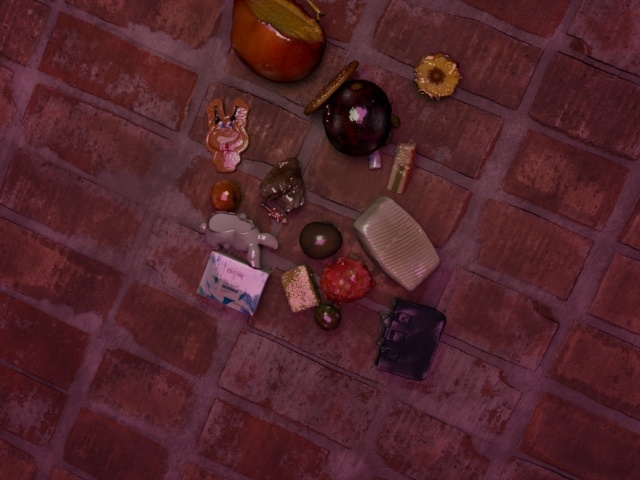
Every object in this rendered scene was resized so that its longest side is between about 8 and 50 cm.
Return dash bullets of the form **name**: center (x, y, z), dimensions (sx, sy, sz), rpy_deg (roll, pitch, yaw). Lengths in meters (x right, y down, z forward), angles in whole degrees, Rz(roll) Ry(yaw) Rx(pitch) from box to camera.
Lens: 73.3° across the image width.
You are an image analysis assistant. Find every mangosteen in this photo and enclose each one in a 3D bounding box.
- **mangosteen**: center (0.187, -0.496, 1.766), dimensions (0.359, 0.306, 0.306), rpy_deg (2, 93, -11)

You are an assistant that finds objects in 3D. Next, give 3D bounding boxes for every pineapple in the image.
- **pineapple**: center (0.493, -0.694, 1.838), dimensions (0.224, 0.076, 0.225), rpy_deg (0, 91, 2)

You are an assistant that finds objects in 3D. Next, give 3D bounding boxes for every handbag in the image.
- **handbag**: center (0.370, 0.423, 1.877), dimensions (0.269, 0.118, 0.326), rpy_deg (18, 93, -4)

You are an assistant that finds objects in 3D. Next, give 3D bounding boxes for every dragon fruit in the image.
- **dragon fruit**: center (0.128, 0.170, 1.847), dimensions (0.268, 0.205, 0.210), rpy_deg (6, 74, -31)

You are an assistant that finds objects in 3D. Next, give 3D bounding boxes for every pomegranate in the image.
- **pomegranate**: center (0.036, 0.334, 1.896), dimensions (0.130, 0.130, 0.130), rpy_deg (0, 92, 4)

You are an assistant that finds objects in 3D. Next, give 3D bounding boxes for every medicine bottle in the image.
- **medicine bottle**: center (0.237, -0.359, 1.883), dimensions (0.052, 0.052, 0.089), rpy_deg (-4, 91, 4)

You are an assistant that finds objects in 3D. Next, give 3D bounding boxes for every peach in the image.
- **peach**: center (-0.183, -0.828, 1.768), dimensions (0.406, 0.310, 0.335), rpy_deg (27, 57, -8)

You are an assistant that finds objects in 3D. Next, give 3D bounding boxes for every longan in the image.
- **longan**: center (0.000, 0.000, 1.863), dimensions (0.189, 0.189, 0.189), rpy_deg (0, 92, 4)

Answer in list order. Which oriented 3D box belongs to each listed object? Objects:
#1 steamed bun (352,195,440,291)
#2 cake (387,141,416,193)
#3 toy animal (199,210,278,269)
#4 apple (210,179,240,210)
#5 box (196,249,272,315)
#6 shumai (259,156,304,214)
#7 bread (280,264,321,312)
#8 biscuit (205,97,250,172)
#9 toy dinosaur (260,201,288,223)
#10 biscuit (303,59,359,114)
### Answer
- **steamed bun**: center (0.306, 0.013, 1.810), dimensions (0.247, 0.236, 0.383), rpy_deg (-42, 95, -5)
- **cake**: center (0.356, -0.330, 1.883), dimensions (0.086, 0.117, 0.220), rpy_deg (13, 126, 6)
- **toy animal**: center (-0.362, -0.017, 1.884), dimensions (0.325, 0.154, 0.208), rpy_deg (33, 66, 15)
- **apple**: center (-0.413, -0.196, 1.896), dimensions (0.146, 0.146, 0.146), rpy_deg (0, 92, 4)
- **box**: center (-0.381, 0.186, 1.920), dimensions (0.274, 0.116, 0.203), rpy_deg (22, 93, 3)
- **shumai**: center (-0.158, -0.223, 1.893), dimensions (0.184, 0.218, 0.185), rpy_deg (-4, 135, 15)
- **bread**: center (-0.085, 0.213, 1.908), dimensions (0.138, 0.102, 0.196), rpy_deg (-21, 88, 2)
- **biscuit**: center (-0.418, -0.473, 1.931), dimensions (0.202, 0.047, 0.334), rpy_deg (3, 93, 4)
- **toy dinosaur**: center (-0.206, -0.121, 1.924), dimensions (0.154, 0.055, 0.049), rpy_deg (38, 97, -6)
- **biscuit**: center (0.039, -0.628, 1.768), dimensions (0.305, 0.305, 0.038), rpy_deg (-44, 106, 5)
